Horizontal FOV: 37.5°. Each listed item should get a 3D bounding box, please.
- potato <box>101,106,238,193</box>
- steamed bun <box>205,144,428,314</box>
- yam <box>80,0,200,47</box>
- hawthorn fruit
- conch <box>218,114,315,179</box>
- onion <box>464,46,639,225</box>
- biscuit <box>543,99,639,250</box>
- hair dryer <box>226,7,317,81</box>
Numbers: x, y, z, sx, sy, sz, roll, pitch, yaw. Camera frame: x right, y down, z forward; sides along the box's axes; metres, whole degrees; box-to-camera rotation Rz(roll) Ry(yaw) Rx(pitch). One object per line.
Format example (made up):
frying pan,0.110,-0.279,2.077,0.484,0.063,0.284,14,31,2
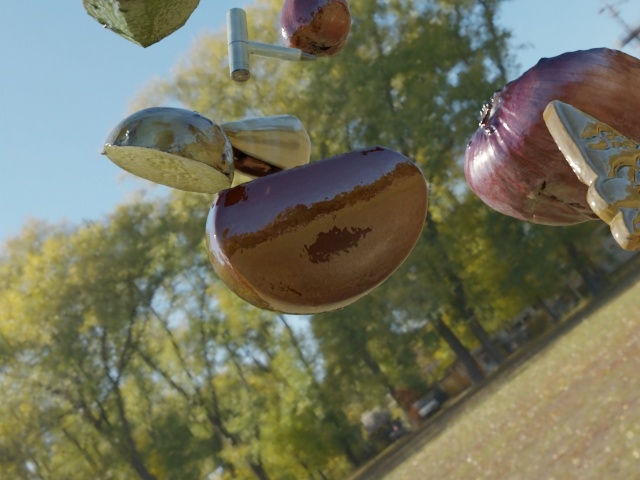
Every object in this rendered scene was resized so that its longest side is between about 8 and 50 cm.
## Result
potato,-0.265,-0.171,1.680,0.299,0.239,0.115,147,133,-75
steamed bun,0.000,0.000,1.625,0.380,0.248,0.235,-16,-6,-15
yam,-0.273,-0.438,1.387,0.202,0.271,0.202,-18,-12,6
hawthorn fruit,-0.016,-0.547,2.282,0.185,0.202,0.185,-9,-11,-2
conch,-0.133,-0.220,2.097,0.255,0.127,0.158,15,-54,-18
onion,0.312,-0.093,1.048,0.284,0.120,0.227,1,-35,-22
biscuit,0.280,-0.036,0.793,0.162,0.250,0.035,-15,-35,-47
hair dryer,-0.093,-0.389,1.875,0.183,0.154,0.044,-2,-23,-10
